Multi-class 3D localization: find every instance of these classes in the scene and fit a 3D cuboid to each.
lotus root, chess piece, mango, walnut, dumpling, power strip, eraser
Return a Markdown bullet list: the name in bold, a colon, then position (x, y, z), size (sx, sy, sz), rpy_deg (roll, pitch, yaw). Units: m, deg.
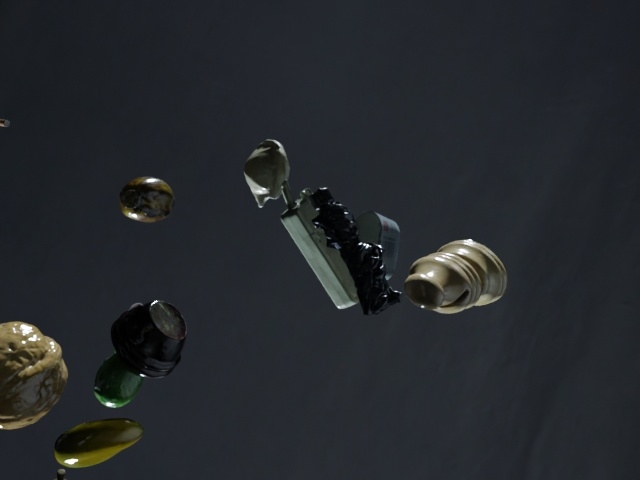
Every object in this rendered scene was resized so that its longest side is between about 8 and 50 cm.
- **lotus root**: position (-0.450, -0.107, 2.138), size (0.209, 0.120, 0.120), rpy_deg (0, -68, -69)
- **chess piece**: position (0.224, 0.069, 1.460), size (0.124, 0.138, 0.307), rpy_deg (-29, -10, 27)
- **mango**: position (-0.468, 0.413, 1.702), size (0.191, 0.122, 0.085), rpy_deg (-29, 57, 21)
- **walnut**: position (-0.842, 0.368, 2.246), size (0.252, 0.277, 0.313), rpy_deg (-46, 6, 35)
- **dumpling**: position (-0.138, -0.190, 2.244), size (0.136, 0.118, 0.198), rpy_deg (-9, 74, 37)
- **power strip**: position (0.000, 0.000, 1.671), size (0.053, 0.288, 0.093), rpy_deg (-25, 12, 37)
- **eraser**: position (0.145, 0.020, 2.161), size (0.227, 0.081, 0.173), rpy_deg (15, -95, -73)

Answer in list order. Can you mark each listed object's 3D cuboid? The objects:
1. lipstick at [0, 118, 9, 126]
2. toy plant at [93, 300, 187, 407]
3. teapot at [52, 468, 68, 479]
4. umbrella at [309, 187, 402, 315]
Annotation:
- **lipstick**: position (-0.848, -0.311, 2.157), size (0.019, 0.094, 0.018), rpy_deg (-15, -70, -46)
- **toy plant**: position (-0.420, 0.259, 1.894), size (0.235, 0.175, 0.218), rpy_deg (-46, 17, 23)
- **teapot**: position (-0.585, 0.564, 1.868), size (0.080, 0.085, 0.110), rpy_deg (-108, 31, -70)
- **umbrella**: position (0.056, 0.011, 1.318), size (0.071, 0.224, 0.080), rpy_deg (-36, -11, 28)
